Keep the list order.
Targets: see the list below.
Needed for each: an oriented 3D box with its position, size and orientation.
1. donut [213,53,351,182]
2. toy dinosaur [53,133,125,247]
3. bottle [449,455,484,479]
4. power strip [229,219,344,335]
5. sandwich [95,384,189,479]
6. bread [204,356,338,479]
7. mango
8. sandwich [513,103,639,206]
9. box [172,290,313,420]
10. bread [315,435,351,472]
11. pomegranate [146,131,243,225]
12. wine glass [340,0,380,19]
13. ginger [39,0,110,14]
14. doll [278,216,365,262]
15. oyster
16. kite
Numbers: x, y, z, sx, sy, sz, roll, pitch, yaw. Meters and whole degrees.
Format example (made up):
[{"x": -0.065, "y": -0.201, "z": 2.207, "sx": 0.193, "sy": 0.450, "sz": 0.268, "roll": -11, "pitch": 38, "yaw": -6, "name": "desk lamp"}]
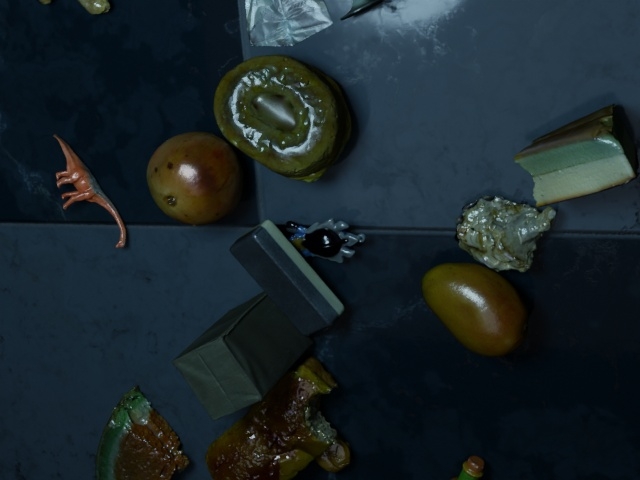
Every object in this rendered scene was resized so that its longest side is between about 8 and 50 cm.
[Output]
[{"x": -0.072, "y": -0.238, "z": 1.651, "sx": 0.261, "sy": 0.128, "sz": 0.208, "roll": 28, "pitch": 96, "yaw": 10, "name": "donut"}, {"x": -0.508, "y": -0.102, "z": 1.897, "sx": 0.101, "sy": 0.055, "sz": 0.279, "roll": -23, "pitch": 97, "yaw": 1, "name": "toy dinosaur"}, {"x": 0.288, "y": 0.525, "z": 1.826, "sx": 0.069, "sy": 0.069, "sz": 0.187, "roll": 24, "pitch": 114, "yaw": 10, "name": "bottle"}, {"x": -0.063, "y": 0.080, "z": 1.772, "sx": 0.256, "sy": 0.070, "sz": 0.105, "roll": 51, "pitch": 141, "yaw": -10, "name": "power strip"}, {"x": -0.422, "y": 0.510, "z": 2.037, "sx": 0.212, "sy": 0.109, "sz": 0.292, "roll": 33, "pitch": 114, "yaw": 7, "name": "sandwich"}, {"x": -0.089, "y": 0.421, "z": 1.885, "sx": 0.185, "sy": 0.109, "sz": 0.380, "roll": 49, "pitch": 116, "yaw": 13, "name": "bread"}, {"x": 0.293, "y": 0.121, "z": 1.666, "sx": 0.221, "sy": 0.120, "sz": 0.151, "roll": 45, "pitch": 121, "yaw": 10, "name": "mango"}, {"x": 0.428, "y": -0.131, "z": 1.484, "sx": 0.186, "sy": 0.220, "sz": 0.108, "roll": -26, "pitch": 99, "yaw": 24, "name": "sandwich"}, {"x": -0.155, "y": 0.225, "z": 1.780, "sx": 0.155, "sy": 0.231, "sz": 0.149, "roll": -30, "pitch": 96, "yaw": 32, "name": "box"}, {"x": 0.028, "y": 0.458, "z": 1.904, "sx": 0.083, "sy": 0.046, "sz": 0.081, "roll": -9, "pitch": 101, "yaw": 22, "name": "bread"}, {"x": -0.242, "y": -0.121, "z": 1.736, "sx": 0.191, "sy": 0.191, "sz": 0.191, "roll": 6, "pitch": 109, "yaw": 17, "name": "pomegranate"}, {"x": 0.035, "y": -0.502, "z": 1.567, "sx": 0.093, "sy": 0.093, "sz": 0.202, "roll": -22, "pitch": 100, "yaw": 23, "name": "wine glass"}, {"x": -0.549, "y": -0.531, "z": 1.771, "sx": 0.299, "sy": 0.065, "sz": 0.118, "roll": 15, "pitch": 107, "yaw": 17, "name": "ginger"}, {"x": 0.000, "y": 0.000, "z": 1.754, "sx": 0.195, "sy": 0.070, "sz": 0.096, "roll": -2, "pitch": 114, "yaw": 28, "name": "doll"}, {"x": 0.341, "y": -0.017, "z": 1.630, "sx": 0.191, "sy": 0.081, "sz": 0.163, "roll": -37, "pitch": 88, "yaw": 21, "name": "oyster"}, {"x": -0.102, "y": -0.514, "z": 1.652, "sx": 0.169, "sy": 0.015, "sz": 0.310, "roll": -15, "pitch": 102, "yaw": 23, "name": "kite"}]
